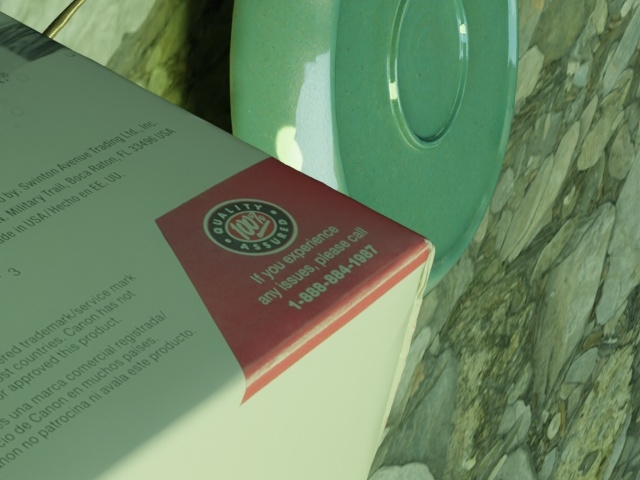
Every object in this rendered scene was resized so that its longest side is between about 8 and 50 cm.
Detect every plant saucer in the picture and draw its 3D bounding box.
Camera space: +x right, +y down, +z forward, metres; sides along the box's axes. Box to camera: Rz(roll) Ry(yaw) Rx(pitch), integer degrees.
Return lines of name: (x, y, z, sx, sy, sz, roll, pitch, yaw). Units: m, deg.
plant saucer: (0.047, -0.103, 1.005, 0.317, 0.043, 0.318, -21, 114, -60)

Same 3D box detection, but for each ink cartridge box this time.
ink cartridge box: (-0.140, 0.019, 0.562, 0.207, 0.283, 0.117, -35, 146, -48)

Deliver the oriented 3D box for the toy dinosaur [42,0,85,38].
toy dinosaur: (-0.148, -0.010, 0.810, 0.211, 0.064, 0.112, 99, 9, -51)
